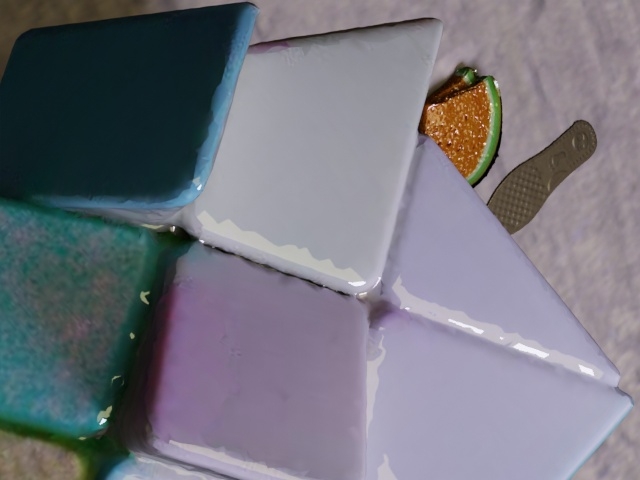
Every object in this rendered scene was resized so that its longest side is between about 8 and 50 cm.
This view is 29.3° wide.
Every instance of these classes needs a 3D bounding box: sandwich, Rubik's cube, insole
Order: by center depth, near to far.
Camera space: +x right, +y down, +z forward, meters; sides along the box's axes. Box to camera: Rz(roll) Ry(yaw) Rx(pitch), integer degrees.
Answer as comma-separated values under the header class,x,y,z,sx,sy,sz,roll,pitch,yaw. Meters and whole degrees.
class,x,y,z,sx,sy,sz,roll,pitch,yaw
Rubik's cube,-0.081,0.082,0.609,0.387,0.358,0.368,-40,95,-24
sandwich,0.101,-0.079,0.906,0.069,0.026,0.101,1,92,-28
insole,0.174,-0.048,0.966,0.135,0.002,0.045,-40,115,-22
